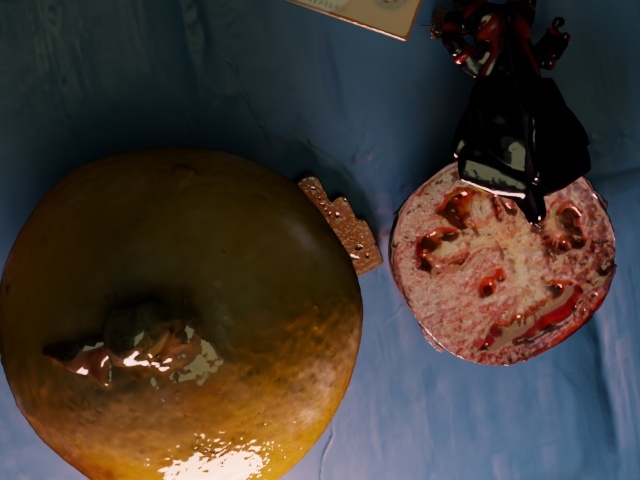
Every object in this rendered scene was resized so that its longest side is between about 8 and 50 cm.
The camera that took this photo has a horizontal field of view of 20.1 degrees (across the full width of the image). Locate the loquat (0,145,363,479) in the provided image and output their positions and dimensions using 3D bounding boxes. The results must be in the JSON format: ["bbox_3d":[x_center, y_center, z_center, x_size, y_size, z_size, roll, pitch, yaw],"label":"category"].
[{"bbox_3d":[-0.129,0.072,1.584,0.328,0.359,0.328,0,88,8],"label":"loquat"}]

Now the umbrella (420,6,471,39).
[{"bbox_3d":[0.133,-0.201,1.707,0.083,0.020,0.031,1,68,-9],"label":"umbrella"}]

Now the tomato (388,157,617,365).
[{"bbox_3d":[0.169,0.004,1.744,0.225,0.085,0.225,-1,105,-5],"label":"tomato"}]

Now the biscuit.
[{"bbox_3d":[0.000,0.000,1.749,0.130,0.019,0.119,22,103,-14],"label":"biscuit"}]

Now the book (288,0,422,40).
[{"bbox_3d":[0.036,-0.350,1.642,0.208,0.020,0.295,17,104,-13],"label":"book"}]

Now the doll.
[{"bbox_3d":[0.177,-0.130,1.655,0.127,0.088,0.248,-16,74,13],"label":"doll"}]
